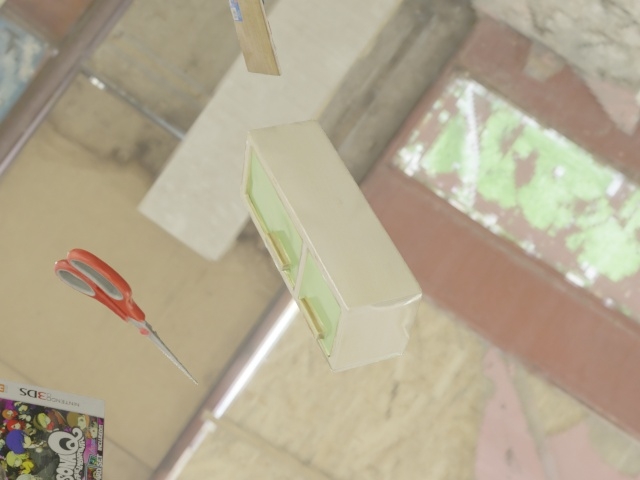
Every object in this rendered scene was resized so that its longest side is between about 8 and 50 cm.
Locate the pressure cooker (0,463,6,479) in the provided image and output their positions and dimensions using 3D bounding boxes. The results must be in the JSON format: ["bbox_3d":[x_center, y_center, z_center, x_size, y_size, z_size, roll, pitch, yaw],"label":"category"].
[{"bbox_3d":[-0.469,0.261,1.004,0.370,0.420,0.375,3,-176,30],"label":"pressure cooker"}]

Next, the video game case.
[{"bbox_3d":[-0.435,0.339,1.794,0.210,0.232,0.042,19,145,-34],"label":"video game case"}]

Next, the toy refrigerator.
[{"bbox_3d":[0.000,0.000,1.236,0.102,0.094,0.269,102,147,-46],"label":"toy refrigerator"}]

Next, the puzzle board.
[{"bbox_3d":[-0.090,-0.286,1.564,0.096,0.011,0.128,21,130,59],"label":"puzzle board"}]

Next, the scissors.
[{"bbox_3d":[-0.242,0.111,1.576,0.109,0.021,0.297,-14,130,47],"label":"scissors"}]
